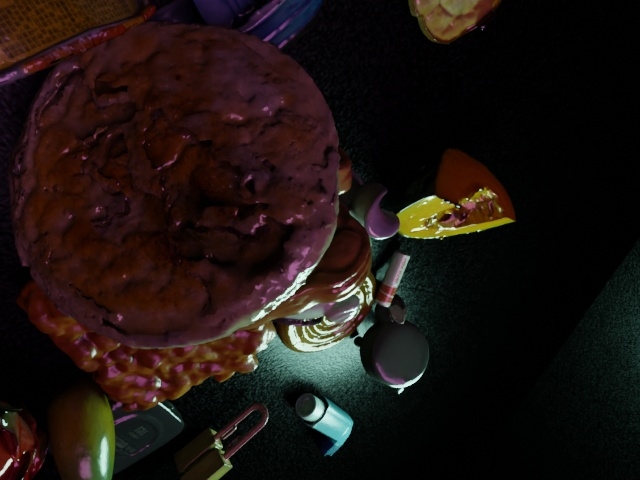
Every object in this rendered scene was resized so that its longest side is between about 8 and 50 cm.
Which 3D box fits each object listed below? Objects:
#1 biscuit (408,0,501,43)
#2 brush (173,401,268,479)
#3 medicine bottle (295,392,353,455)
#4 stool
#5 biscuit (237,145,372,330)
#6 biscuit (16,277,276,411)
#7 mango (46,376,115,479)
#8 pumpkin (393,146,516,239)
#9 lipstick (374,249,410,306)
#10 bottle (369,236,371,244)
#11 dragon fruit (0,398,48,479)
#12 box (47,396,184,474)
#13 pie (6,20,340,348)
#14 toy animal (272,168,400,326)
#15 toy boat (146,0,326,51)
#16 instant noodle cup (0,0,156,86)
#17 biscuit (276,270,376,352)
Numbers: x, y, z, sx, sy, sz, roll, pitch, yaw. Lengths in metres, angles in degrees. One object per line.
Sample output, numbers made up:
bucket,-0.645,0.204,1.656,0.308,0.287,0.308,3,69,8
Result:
biscuit,0.242,-0.437,0.705,0.260,0.041,0.203,-37,133,-9
brush,-0.213,0.457,1.005,0.233,0.103,0.047,-38,139,-8
medicine bottle,0.004,0.497,1.213,0.124,0.079,0.258,-39,136,-5
stool,0.177,0.252,1.103,0.154,0.139,0.227,21,77,-17
biscuit,-0.108,-0.033,0.542,0.352,0.311,0.057,3,143,13
biscuit,-0.237,0.125,0.681,0.319,0.110,0.312,-17,132,-4
mango,-0.383,0.322,0.719,0.092,0.130,0.194,-10,90,-22
pumpkin,0.255,-0.092,0.943,0.312,0.148,0.169,12,155,-37
lipstick,0.167,0.089,1.031,0.038,0.038,0.130,12,102,-42
bottle,0.084,-0.015,0.914,0.030,0.030,0.083,-37,137,-7
dragon fruit,-0.504,0.290,0.597,0.193,0.192,0.274,-60,140,-14
box,-0.384,0.374,0.855,0.201,0.042,0.212,-33,135,-15
pie,-0.144,-0.057,0.422,0.339,0.339,0.077,-43,171,-1
toy animal,-0.005,-0.004,0.713,0.183,0.247,0.309,-1,135,-22
toy boat,-0.105,-0.272,0.499,0.309,0.129,0.142,-35,151,-1
instant noodle cup,-0.295,-0.224,0.327,0.264,0.264,0.200,-31,127,-14
biscuit,0.022,0.156,0.996,0.262,0.037,0.261,-20,133,-23
